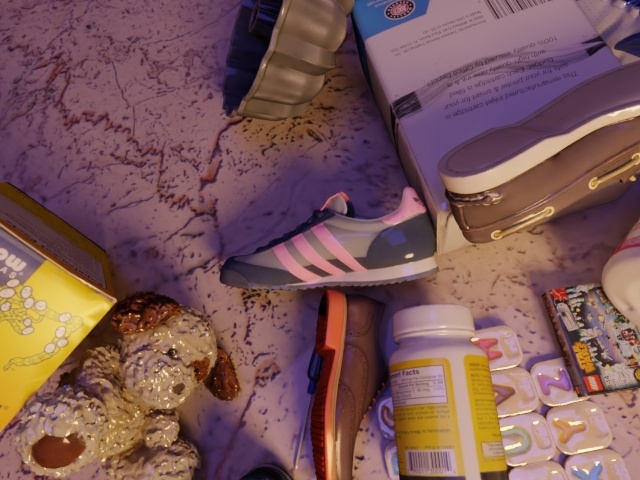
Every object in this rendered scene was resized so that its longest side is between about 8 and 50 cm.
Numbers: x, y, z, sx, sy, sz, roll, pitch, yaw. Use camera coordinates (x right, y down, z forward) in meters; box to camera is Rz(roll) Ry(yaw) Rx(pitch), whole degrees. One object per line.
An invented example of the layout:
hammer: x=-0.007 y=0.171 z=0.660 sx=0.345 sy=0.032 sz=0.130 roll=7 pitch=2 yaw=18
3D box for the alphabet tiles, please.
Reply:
alphabet tiles: x=0.219 y=0.256 z=0.581 sx=0.278 sy=0.021 sz=0.283 roll=-14 pitch=66 yaw=7

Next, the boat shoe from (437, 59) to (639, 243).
boat shoe: x=0.285 y=-0.101 z=0.492 sx=0.325 sy=0.096 sz=0.116 roll=-26 pitch=27 yaw=-3

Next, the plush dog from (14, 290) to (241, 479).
plush dog: x=-0.236 y=0.184 z=0.619 sx=0.225 sy=0.262 sz=0.211 roll=-43 pitch=44 yaw=-12

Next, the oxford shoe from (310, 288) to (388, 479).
oxford shoe: x=0.043 y=0.200 z=0.601 sx=0.099 sy=0.097 sz=0.271 roll=7 pitch=74 yaw=-11

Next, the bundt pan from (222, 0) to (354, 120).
bundt pan: x=-0.053 y=-0.345 z=0.759 sx=0.124 sy=0.331 sz=0.330 roll=13 pitch=66 yaw=-25

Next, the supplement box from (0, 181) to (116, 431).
supplement box: x=-0.424 y=0.058 z=0.613 sx=0.195 sy=0.194 sz=0.357 roll=-52 pitch=25 yaw=-11

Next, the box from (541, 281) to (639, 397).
box: x=0.355 y=0.123 z=0.593 sx=0.094 sy=0.027 sz=0.136 roll=-10 pitch=66 yaw=-1

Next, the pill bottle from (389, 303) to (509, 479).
pill bottle: x=0.144 y=0.188 z=0.548 sx=0.119 sy=0.119 sz=0.208 roll=-6 pitch=66 yaw=10

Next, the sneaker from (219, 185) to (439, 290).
sneaker: x=0.000 y=0.000 z=0.660 sx=0.320 sy=0.112 sz=0.130 roll=-6 pitch=93 yaw=15

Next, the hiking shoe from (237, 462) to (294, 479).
hiking shoe: x=-0.142 y=0.406 z=0.539 sx=0.113 sy=0.132 sz=0.303 roll=24 pitch=75 yaw=21

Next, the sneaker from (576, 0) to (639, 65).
sneaker: x=0.467 y=-0.297 z=0.649 sx=0.128 sy=0.182 sz=0.315 roll=-11 pitch=67 yaw=-23

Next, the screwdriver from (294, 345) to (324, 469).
screwdriver: x=-0.017 y=0.228 z=0.644 sx=0.024 sy=0.025 sz=0.169 roll=8 pitch=69 yaw=16

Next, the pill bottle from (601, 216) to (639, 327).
pill bottle: x=0.484 y=-0.020 z=0.550 sx=0.160 sy=0.160 sz=0.283 roll=37 pitch=72 yaw=23

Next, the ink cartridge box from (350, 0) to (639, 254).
ink cartridge box: x=0.241 y=-0.213 z=0.688 sx=0.286 sy=0.166 sz=0.394 roll=-18 pitch=65 yaw=6
